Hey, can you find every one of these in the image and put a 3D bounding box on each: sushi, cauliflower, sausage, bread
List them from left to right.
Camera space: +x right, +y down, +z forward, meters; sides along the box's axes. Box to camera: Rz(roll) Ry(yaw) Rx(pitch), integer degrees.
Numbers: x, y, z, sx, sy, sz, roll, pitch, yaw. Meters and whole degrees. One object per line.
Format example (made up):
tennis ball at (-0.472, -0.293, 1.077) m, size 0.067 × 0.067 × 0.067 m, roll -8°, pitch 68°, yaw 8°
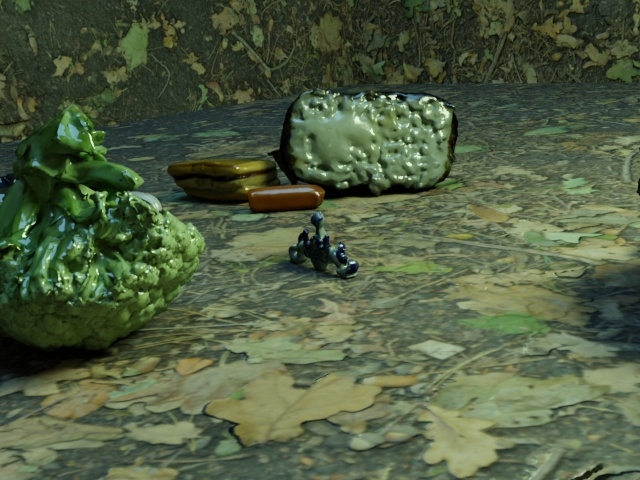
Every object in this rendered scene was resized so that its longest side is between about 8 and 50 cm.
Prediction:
cauliflower at (-0.260, -0.014, 1.007) m, size 0.275 × 0.250 × 0.272 m, roll -8°, pitch 11°, yaw 8°
bread at (-0.178, -0.115, 1.760) m, size 0.200 × 0.077 × 0.116 m, roll 4°, pitch 18°, yaw 39°
sausage at (-0.057, -0.071, 1.611) m, size 0.131 × 0.041 × 0.039 m, roll -3°, pitch 16°, yaw 5°
sushi at (0.074, -0.169, 1.725) m, size 0.343 × 0.196 × 0.182 m, roll 0°, pitch -5°, yaw 0°

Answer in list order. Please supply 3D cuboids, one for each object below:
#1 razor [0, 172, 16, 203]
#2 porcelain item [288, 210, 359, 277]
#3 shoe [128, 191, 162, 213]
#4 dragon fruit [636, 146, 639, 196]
razor at (-0.517, -0.056, 1.562) m, size 0.327 × 0.107 × 0.189 m, roll -11°, pitch 16°, yaw -22°
porcelain item at (0.000, 0.000, 1.223) m, size 0.021 × 0.075 × 0.136 m, roll -13°, pitch 15°, yaw -33°
shoe at (-0.344, -0.034, 1.445) m, size 0.207 × 0.091 × 0.106 m, roll 2°, pitch 9°, yaw 14°
dragon fruit at (0.525, -0.058, 0.954) m, size 0.371 × 0.249 × 0.386 m, roll -15°, pitch 2°, yaw 35°
